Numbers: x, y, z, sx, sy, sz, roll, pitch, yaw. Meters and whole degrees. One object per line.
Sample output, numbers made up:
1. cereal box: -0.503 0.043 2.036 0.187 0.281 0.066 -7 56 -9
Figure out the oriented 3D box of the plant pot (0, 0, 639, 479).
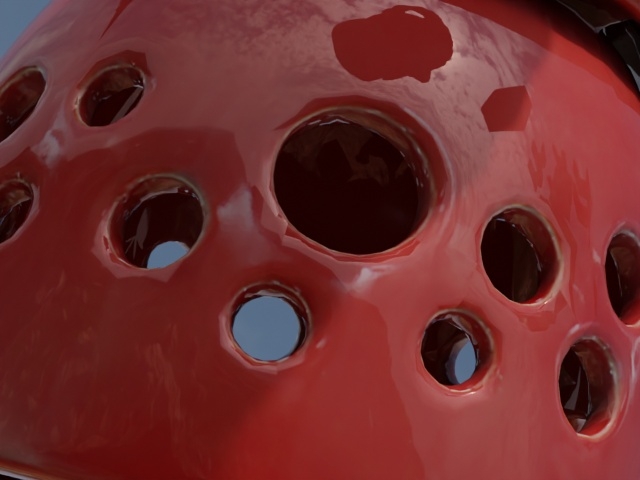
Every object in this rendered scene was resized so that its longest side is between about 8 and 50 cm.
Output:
1. plant pot: 0.000 0.000 0.452 0.191 0.174 0.191 17 -13 4
